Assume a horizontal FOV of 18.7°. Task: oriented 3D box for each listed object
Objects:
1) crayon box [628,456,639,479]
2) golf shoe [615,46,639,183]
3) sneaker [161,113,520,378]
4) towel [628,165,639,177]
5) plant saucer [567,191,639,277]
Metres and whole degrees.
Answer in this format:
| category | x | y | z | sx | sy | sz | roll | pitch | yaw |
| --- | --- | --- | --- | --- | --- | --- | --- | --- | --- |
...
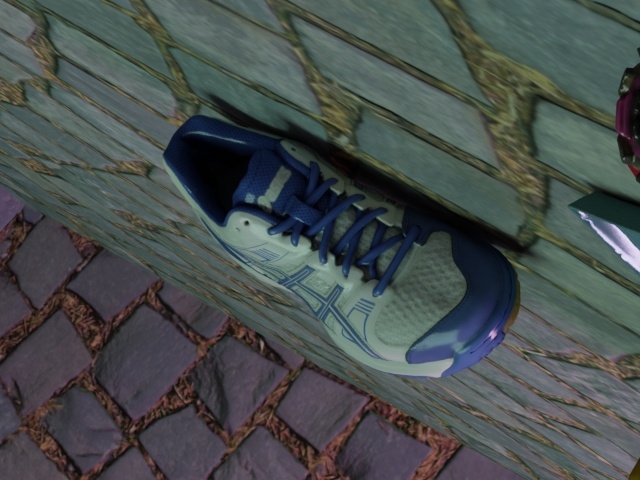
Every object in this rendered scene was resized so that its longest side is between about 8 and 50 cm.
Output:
| category | x | y | z | sx | sy | sz | roll | pitch | yaw |
| --- | --- | --- | --- | --- | --- | --- | --- | --- | --- |
| crayon box | 0.315 | 0.175 | 1.267 | 0.203 | 0.083 | 0.323 | 30 | 174 | 6 |
| golf shoe | 0.181 | -0.041 | 0.600 | 0.086 | 0.067 | 0.186 | -1 | -173 | -34 |
| sneaker | 0.000 | 0.000 | 1.316 | 0.296 | 0.112 | 0.131 | 23 | 168 | 43 |
| towel | 0.264 | 0.055 | 0.819 | 0.275 | 0.031 | 0.199 | 22 | 156 | 48 |
| plant saucer | 0.205 | 0.028 | 1.051 | 0.067 | 0.018 | 0.192 | 24 | 169 | 45 |
